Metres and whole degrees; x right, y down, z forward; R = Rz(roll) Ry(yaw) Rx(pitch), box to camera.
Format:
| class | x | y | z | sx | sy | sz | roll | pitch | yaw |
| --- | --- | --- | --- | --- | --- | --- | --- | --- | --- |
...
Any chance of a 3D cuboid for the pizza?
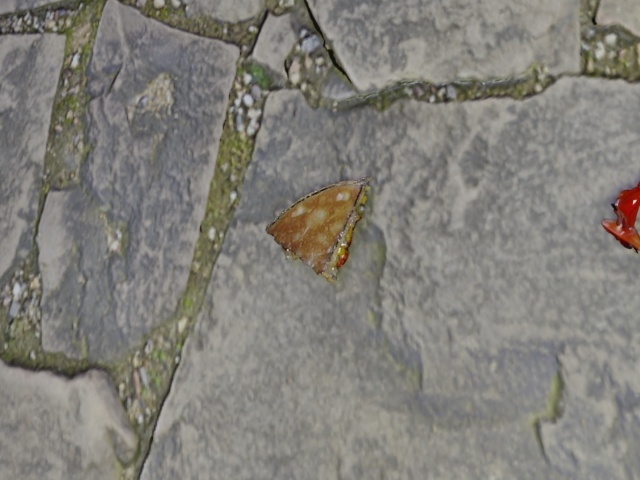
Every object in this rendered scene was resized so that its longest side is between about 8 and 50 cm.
| class | x | y | z | sx | sy | sz | roll | pitch | yaw |
| --- | --- | --- | --- | --- | --- | --- | --- | --- | --- |
| pizza | -0.005 | -0.010 | 0.985 | 0.099 | 0.029 | 0.100 | 3 | 62 | 40 |

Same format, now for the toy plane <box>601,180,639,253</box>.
| class | x | y | z | sx | sy | sz | roll | pitch | yaw |
| --- | --- | --- | --- | --- | --- | --- | --- | --- | --- |
| toy plane | 0.274 | -0.090 | 0.842 | 0.194 | 0.077 | 0.126 | -36 | 42 | 19 |
